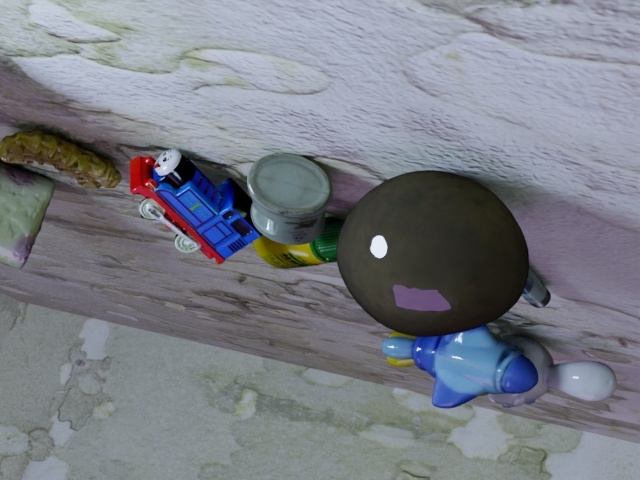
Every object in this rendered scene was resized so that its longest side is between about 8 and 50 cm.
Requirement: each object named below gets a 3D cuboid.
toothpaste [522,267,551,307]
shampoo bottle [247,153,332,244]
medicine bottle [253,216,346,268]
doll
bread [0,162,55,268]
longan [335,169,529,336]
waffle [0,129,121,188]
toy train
[{"bbox_3d":[0.297,0.046,1.567,0.062,0.039,0.239,15,165,36],"label":"toothpaste"},{"bbox_3d":[-0.046,-0.049,1.497,0.118,0.087,0.234,14,166,1],"label":"shampoo bottle"},{"bbox_3d":[0.000,0.000,1.657,0.111,0.076,0.309,11,169,-29],"label":"medicine bottle"},{"bbox_3d":[0.325,0.254,2.011,0.365,0.187,0.376,16,150,-26],"label":"doll"},{"bbox_3d":[-0.685,-0.081,1.913,0.338,0.187,0.155,21,173,-14],"label":"bread"},{"bbox_3d":[0.142,0.021,1.287,0.246,0.215,0.246,19,-171,-3],"label":"longan"},{"bbox_3d":[-0.426,-0.134,1.693,0.194,0.051,0.149,22,166,-37],"label":"waffle"},{"bbox_3d":[-0.193,-0.058,1.574,0.131,0.083,0.204,-31,129,16],"label":"toy train"}]
